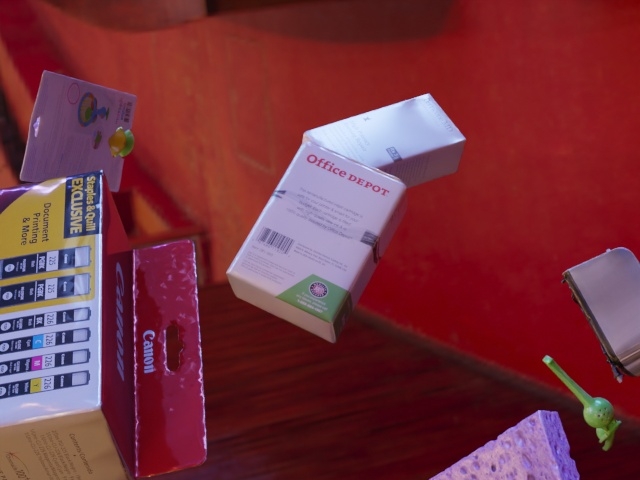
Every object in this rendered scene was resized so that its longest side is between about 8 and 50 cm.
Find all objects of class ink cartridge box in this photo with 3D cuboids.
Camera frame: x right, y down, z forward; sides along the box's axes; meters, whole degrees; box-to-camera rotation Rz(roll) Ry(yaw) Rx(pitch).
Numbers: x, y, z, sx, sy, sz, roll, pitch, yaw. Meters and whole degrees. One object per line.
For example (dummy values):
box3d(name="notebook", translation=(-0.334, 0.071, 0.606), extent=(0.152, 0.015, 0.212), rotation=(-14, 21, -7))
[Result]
box3d(name="ink cartridge box", translation=(0.000, 0.000, 1.633), extent=(0.160, 0.219, 0.092), rotation=(25, 161, 15))
box3d(name="ink cartridge box", translation=(-0.260, 0.087, 1.193), extent=(0.130, 0.272, 0.309), rotation=(78, -179, -47))

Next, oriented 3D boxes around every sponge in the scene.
box3d(name="sponge", translation=(0.174, 0.268, 1.224), extent=(0.210, 0.031, 0.117), rotation=(-43, 51, 39))

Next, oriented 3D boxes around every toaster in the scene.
box3d(name="toaster", translation=(0.445, 0.110, 1.769), extent=(0.186, 0.110, 0.168), rotation=(64, -164, 22))

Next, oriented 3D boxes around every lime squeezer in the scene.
box3d(name="lime squeezer", translation=(0.515, 0.338, 2.306), extent=(0.110, 0.059, 0.310), rotation=(11, 149, 46))

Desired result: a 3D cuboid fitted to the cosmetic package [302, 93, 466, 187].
box3d(name="cosmetic package", translation=(0.098, -0.139, 1.910), extent=(0.117, 0.231, 0.085), rotation=(56, 155, 31))

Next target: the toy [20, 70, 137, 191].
box3d(name="toy", translation=(-0.326, -0.140, 1.595), extent=(0.237, 0.056, 0.137), rotation=(5, -82, -67))
